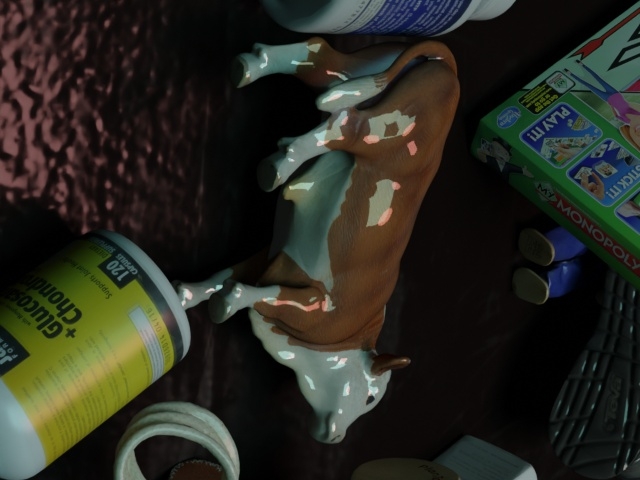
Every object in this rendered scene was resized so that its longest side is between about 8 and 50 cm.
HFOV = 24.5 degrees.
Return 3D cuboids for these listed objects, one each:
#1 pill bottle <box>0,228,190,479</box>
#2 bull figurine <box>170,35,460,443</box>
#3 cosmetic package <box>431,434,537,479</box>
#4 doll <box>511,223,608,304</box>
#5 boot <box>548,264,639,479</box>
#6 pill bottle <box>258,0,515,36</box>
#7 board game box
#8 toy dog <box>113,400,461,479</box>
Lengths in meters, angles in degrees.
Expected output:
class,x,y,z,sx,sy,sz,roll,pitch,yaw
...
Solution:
class,x,y,z,sx,sy,sz,roll,pitch,yaw
pill bottle,-0.177,0.081,0.907,0.184,0.103,0.103,-38,129,-28
bull figurine,0.000,0.000,1.034,0.188,0.101,0.310,-2,116,-41
cosmetic package,0.084,0.279,1.252,0.231,0.085,0.117,-35,127,-31
doll,0.254,0.000,1.332,0.189,0.046,0.129,-14,119,-40
boot,0.324,0.065,1.361,0.338,0.118,0.223,-59,158,7
pill bottle,0.053,-0.196,1.015,0.186,0.112,0.112,-5,109,-43
board game box,0.309,-0.102,1.232,0.317,0.213,0.046,-37,156,-28
toy dog,-0.044,0.237,1.077,0.333,0.161,0.220,18,90,-22
